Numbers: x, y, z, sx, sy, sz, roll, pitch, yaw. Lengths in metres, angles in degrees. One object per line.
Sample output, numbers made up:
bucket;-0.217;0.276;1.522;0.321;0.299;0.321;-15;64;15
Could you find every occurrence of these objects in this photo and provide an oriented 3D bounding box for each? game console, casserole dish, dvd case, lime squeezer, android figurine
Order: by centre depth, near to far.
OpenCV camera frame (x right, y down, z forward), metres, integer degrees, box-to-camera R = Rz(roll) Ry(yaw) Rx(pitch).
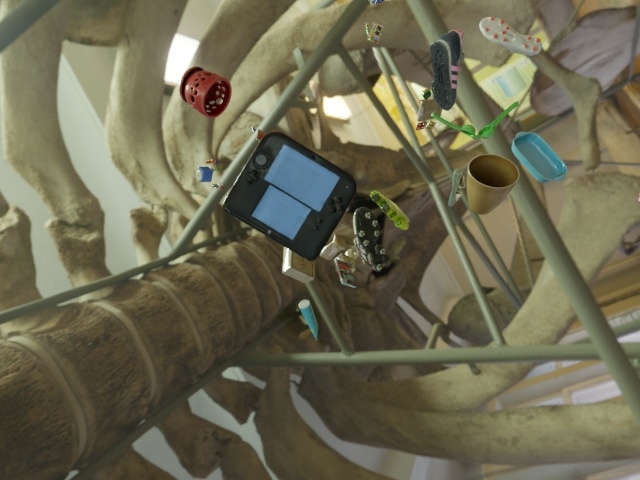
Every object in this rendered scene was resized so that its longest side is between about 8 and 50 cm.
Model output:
casserole dish;0.638;-0.240;1.380;0.114;0.037;0.188;-23;-111;-24
lime squeezer;0.523;-0.390;1.573;0.058;0.311;0.109;-111;14;-57
game console;-0.101;-0.161;1.660;0.387;0.341;0.060;31;175;-3
dvd case;0.105;0.139;1.984;0.087;0.013;0.119;22;-140;-43
android figurine;0.353;-0.151;2.344;0.248;0.056;0.273;53;-164;28

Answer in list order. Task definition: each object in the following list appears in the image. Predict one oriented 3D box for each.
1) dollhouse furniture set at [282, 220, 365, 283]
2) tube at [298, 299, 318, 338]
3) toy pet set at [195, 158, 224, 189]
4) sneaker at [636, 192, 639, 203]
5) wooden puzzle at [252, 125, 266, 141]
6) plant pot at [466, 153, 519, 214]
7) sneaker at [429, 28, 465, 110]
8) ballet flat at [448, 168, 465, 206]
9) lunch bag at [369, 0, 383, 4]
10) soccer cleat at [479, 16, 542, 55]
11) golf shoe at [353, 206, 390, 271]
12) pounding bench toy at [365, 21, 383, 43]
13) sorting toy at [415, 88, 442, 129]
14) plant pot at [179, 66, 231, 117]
dollhouse furniture set;0.000;0.000;2.293;0.362;0.394;0.256;28;-136;-31
tube;-0.042;0.357;2.134;0.080;0.052;0.207;-74;-29;-48
toy pet set;-0.414;-0.261;1.793;0.114;0.065;0.122;-8;-99;-43
sneaker;0.940;-0.092;1.327;0.067;0.042;0.118;-111;-4;-72
wooden puzzle;-0.222;-0.407;1.867;0.116;0.014;0.078;26;-138;-35
plant pot;0.825;-0.255;2.321;0.254;0.237;0.237;87;175;-52
sneaker;0.489;-0.629;1.747;0.112;0.131;0.319;41;166;30
ballet flat;0.716;-0.267;2.446;0.072;0.068;0.213;-35;-46;-51
lunch bag;0.244;-0.930;1.635;0.090;0.219;0.176;41;-164;-19
soccer cleat;0.564;-0.603;1.405;0.196;0.068;0.076;27;-173;5
golf shoe;0.162;-0.005;1.748;0.105;0.120;0.272;-36;-57;-24
pounding bench toy;0.228;-0.919;2.076;0.083;0.065;0.052;22;173;7
sorting toy;0.570;-0.690;2.456;0.274;0.132;0.046;89;165;-57
plant pot;-0.523;-0.667;2.100;0.174;0.191;0.191;29;-163;17
